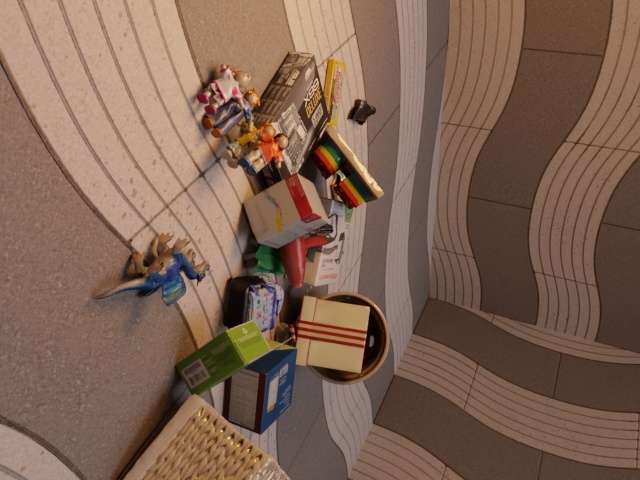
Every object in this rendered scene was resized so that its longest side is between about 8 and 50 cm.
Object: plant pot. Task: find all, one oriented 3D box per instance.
[{"bbox_3d":[0.103,0.377,2.202,0.305,0.333,0.334,51,55,-78],"label":"plant pot"}]

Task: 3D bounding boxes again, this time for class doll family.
[{"bbox_3d":[-0.182,-0.275,1.321,0.163,0.118,0.263,-45,113,-33],"label":"doll family"}]

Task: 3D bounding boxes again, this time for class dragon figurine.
[{"bbox_3d":[-0.334,0.083,1.199,0.289,0.085,0.144,-52,148,-48],"label":"dragon figurine"}]

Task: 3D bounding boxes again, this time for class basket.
[{"bbox_3d":[-0.268,0.609,1.362,0.331,0.266,0.328,-53,152,-24],"label":"basket"}]

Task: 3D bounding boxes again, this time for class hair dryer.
[{"bbox_3d":[-0.033,0.006,1.684,0.223,0.080,0.294,37,63,-33],"label":"hair dryer"}]

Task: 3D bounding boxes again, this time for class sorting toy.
[{"bbox_3d":[0.065,-0.210,1.761,0.089,0.256,0.257,-38,-177,-2],"label":"sorting toy"}]

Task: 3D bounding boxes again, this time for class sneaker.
[{"bbox_3d":[0.155,-0.470,2.120,0.170,0.051,0.089,10,94,-64],"label":"sneaker"},{"bbox_3d":[-0.130,0.353,1.910,0.061,0.053,0.152,29,75,-73],"label":"sneaker"},{"bbox_3d":[0.061,-0.181,2.071,0.075,0.057,0.162,-3,108,-50],"label":"sneaker"}]

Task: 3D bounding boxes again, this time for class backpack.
[{"bbox_3d":[-0.168,0.175,1.575,0.173,0.116,0.159,-3,106,-51],"label":"backpack"}]

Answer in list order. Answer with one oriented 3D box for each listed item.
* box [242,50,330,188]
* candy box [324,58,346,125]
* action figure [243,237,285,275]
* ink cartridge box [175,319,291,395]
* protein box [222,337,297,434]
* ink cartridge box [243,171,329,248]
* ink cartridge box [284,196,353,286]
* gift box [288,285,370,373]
[{"bbox_3d":[-0.086,-0.326,1.573,0.308,0.076,0.243,-63,156,-27],"label":"box"},{"bbox_3d":[0.041,-0.481,1.860,0.105,0.027,0.206,-27,128,-67],"label":"candy box"},{"bbox_3d":[-0.145,0.051,1.675,0.232,0.063,0.137,33,70,-63],"label":"action figure"},{"bbox_3d":[-0.216,0.287,1.468,0.188,0.097,0.255,-35,172,22],"label":"ink cartridge box"},{"bbox_3d":[-0.180,0.435,1.721,0.199,0.135,0.201,-27,127,-63],"label":"protein box"},{"bbox_3d":[-0.093,-0.076,1.531,0.128,0.176,0.128,67,15,16],"label":"ink cartridge box"},{"bbox_3d":[0.000,0.000,1.919,0.211,0.121,0.290,0,103,-67],"label":"ink cartridge box"},{"bbox_3d":[0.026,0.298,1.942,0.255,0.257,0.277,86,12,-77],"label":"gift box"}]
